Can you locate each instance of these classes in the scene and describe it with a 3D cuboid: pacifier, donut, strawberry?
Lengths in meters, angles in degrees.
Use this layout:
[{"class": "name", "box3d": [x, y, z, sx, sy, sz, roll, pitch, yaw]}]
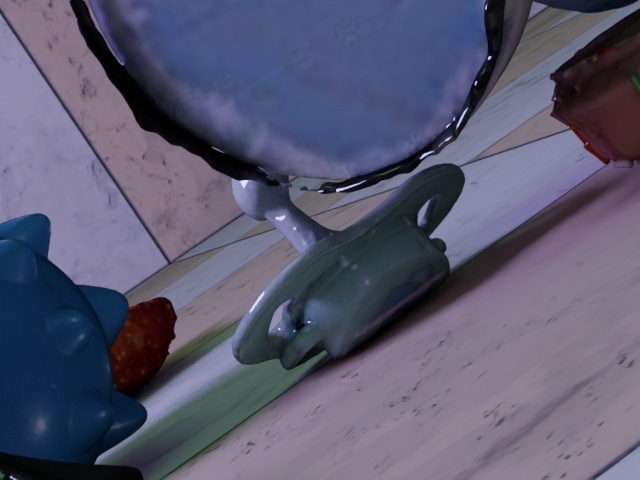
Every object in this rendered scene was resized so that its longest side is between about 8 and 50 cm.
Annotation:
[{"class": "pacifier", "box3d": [0.000, 0.000, 1.008, 0.150, 0.116, 0.127, -39, -19, -17]}, {"class": "donut", "box3d": [0.168, -0.083, 0.981, 0.117, 0.065, 0.166, -29, 5, 39]}, {"class": "strawberry", "box3d": [-0.159, 0.089, 1.487, 0.121, 0.082, 0.188, -14, -5, 0]}]

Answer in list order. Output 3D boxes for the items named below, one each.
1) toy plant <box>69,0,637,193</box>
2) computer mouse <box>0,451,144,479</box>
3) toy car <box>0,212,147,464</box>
[{"class": "toy plant", "box3d": [0.046, -0.178, 1.014, 0.247, 0.247, 0.332, -31, 4, 33]}, {"class": "computer mouse", "box3d": [-0.178, 0.129, 0.813, 0.147, 0.088, 0.264, -9, -10, -41]}, {"class": "toy car", "box3d": [-0.196, 0.078, 1.098, 0.190, 0.188, 0.255, -26, -1, -20]}]
